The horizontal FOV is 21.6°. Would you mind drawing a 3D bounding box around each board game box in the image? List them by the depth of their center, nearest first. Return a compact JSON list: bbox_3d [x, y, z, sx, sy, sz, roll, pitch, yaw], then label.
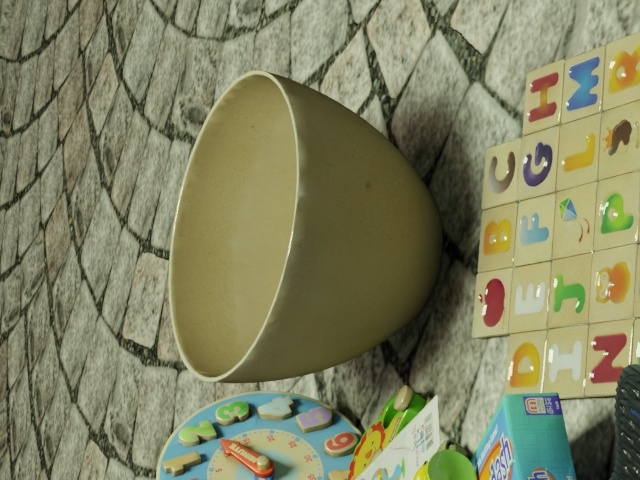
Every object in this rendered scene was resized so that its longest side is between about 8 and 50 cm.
[{"bbox_3d":[0.156,0.243,1.257,0.160,0.047,0.210,105,162,-54],"label":"board game box"}]

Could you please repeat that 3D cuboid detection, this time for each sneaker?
[{"bbox_3d":[0.241,0.162,1.156,0.069,0.082,0.209,43,139,45],"label":"sneaker"}]

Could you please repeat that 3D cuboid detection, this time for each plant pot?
[{"bbox_3d":[0.000,0.000,1.554,0.284,0.191,0.284,-32,53,57],"label":"plant pot"}]

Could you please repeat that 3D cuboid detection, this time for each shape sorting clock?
[{"bbox_3d":[-0.052,0.219,1.576,0.040,0.206,0.206,85,172,-46],"label":"shape sorting clock"}]

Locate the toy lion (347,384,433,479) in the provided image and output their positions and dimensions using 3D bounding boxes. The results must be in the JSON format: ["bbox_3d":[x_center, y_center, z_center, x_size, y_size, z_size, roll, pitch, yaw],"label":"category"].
[{"bbox_3d":[0.057,0.185,1.527,0.100,0.034,0.096,-67,15,-15],"label":"toy lion"}]

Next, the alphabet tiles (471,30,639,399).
[{"bbox_3d":[0.217,-0.018,1.318,0.342,0.011,0.285,-15,68,63],"label":"alphabet tiles"}]

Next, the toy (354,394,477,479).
[{"bbox_3d":[0.075,0.240,1.393,0.237,0.056,0.137,118,154,-55],"label":"toy"}]

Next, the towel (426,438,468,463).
[{"bbox_3d":[0.105,0.256,1.431,0.110,0.027,0.148,-55,36,43],"label":"towel"}]
